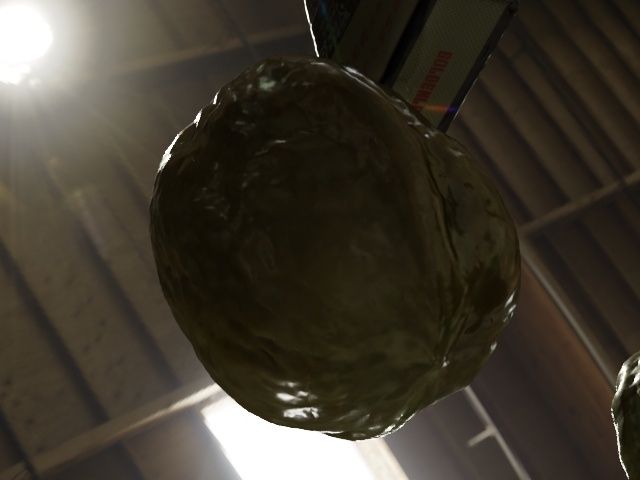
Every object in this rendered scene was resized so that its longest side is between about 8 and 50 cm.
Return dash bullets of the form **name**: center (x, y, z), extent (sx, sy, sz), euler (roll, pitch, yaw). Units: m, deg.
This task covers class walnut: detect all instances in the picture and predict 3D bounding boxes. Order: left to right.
- **walnut**: center (0.000, 0.000, 0.823), extent (0.227, 0.283, 0.283), euler (-10, -113, -34)

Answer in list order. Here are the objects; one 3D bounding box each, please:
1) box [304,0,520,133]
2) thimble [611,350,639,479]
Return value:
- **box**: center (0.064, -0.233, 1.083), extent (0.084, 0.198, 0.310), euler (9, -136, -20)
- **thimble**: center (0.277, 0.130, 0.743), extent (0.137, 0.143, 0.190), euler (8, -120, -37)
